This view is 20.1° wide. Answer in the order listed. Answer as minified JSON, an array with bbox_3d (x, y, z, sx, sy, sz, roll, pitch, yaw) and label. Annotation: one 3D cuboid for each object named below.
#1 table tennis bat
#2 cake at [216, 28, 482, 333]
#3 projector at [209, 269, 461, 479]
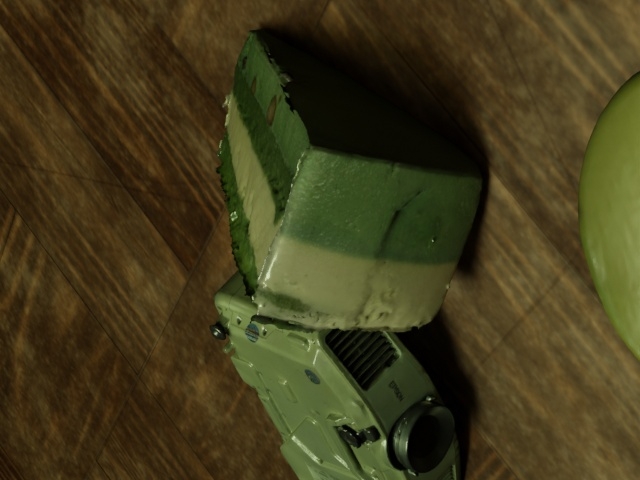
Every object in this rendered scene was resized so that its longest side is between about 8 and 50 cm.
[{"bbox_3d":[0.277,0.058,1.106,0.224,0.054,0.369,-26,83,48],"label":"table tennis bat"},{"bbox_3d":[0.016,-0.053,1.487,0.283,0.172,0.158,-113,40,-60],"label":"cake"},{"bbox_3d":[0.024,0.148,1.581,0.193,0.088,0.269,19,147,43],"label":"projector"}]
